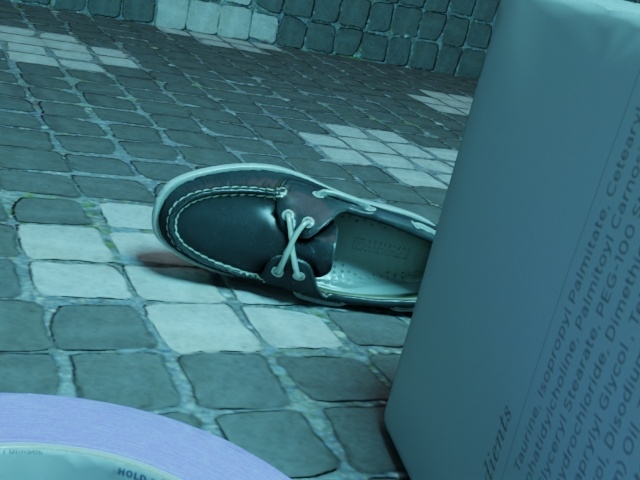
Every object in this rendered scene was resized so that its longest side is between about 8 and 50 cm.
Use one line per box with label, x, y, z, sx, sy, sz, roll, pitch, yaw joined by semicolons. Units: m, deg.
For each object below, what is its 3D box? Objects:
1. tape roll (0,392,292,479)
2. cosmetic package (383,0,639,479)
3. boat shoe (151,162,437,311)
tape roll;-0.111;0.163;0.331;0.274;0.090;0.275;11;19;-4
cosmetic package;0.263;0.075;0.473;0.329;0.328;0.394;8;18;-14
boat shoe;0.000;0.000;0.838;0.302;0.114;0.091;5;15;-21
